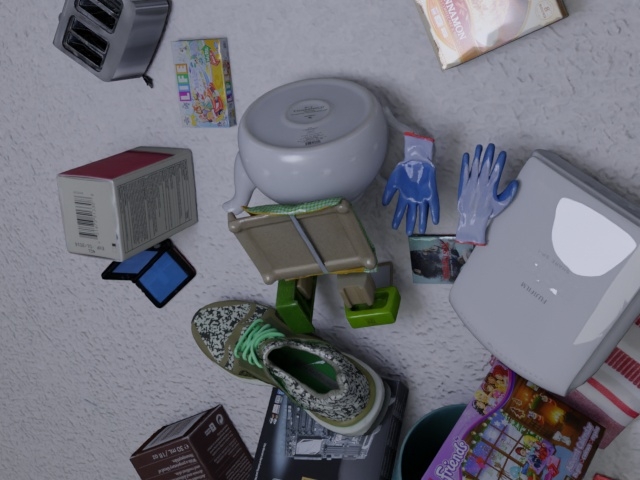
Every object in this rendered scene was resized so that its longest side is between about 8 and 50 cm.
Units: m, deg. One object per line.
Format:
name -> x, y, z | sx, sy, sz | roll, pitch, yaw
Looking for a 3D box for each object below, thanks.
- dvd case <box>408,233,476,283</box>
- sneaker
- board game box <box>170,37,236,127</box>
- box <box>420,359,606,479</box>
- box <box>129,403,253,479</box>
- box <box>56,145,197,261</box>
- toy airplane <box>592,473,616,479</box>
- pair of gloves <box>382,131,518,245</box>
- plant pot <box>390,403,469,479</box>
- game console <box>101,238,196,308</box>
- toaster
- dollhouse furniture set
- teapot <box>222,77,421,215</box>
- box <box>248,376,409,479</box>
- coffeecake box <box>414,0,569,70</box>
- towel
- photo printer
dvd case -> 0.209, 0.032, 1.293 | 0.119, 0.013, 0.087 | 0, 108, 24
sneaker -> -0.074, 0.191, 1.352 | 0.410, 0.182, 0.158 | 21, 73, 27
board game box -> -0.208, -0.280, 1.374 | 0.103, 0.026, 0.154 | 3, 110, 25
box -> 0.285, 0.349, 1.174 | 0.200, 0.293, 0.057 | 31, 144, 16
box -> -0.215, 0.560, 1.621 | 0.191, 0.143, 0.382 | -27, 97, 30
box -> -0.343, -0.074, 1.394 | 0.126, 0.232, 0.149 | 7, 111, 24
toy airplane -> 0.487, 0.458, 1.305 | 0.151, 0.028, 0.151 | 8, 111, 22
pair of gloves -> 0.190, -0.074, 1.148 | 0.198, 0.023, 0.160 | 13, 108, 20
plant pot -> 0.241, 0.463, 1.289 | 0.292, 0.293, 0.235 | 29, 134, 14
game console -> -0.344, 0.067, 1.536 | 0.144, 0.124, 0.085 | -41, 61, 31
toaster -> -0.369, -0.383, 1.366 | 0.185, 0.110, 0.168 | 36, 121, 10
dollhouse furniture set -> 0.000, 0.000, 1.236 | 0.197, 0.151, 0.302 | -9, 138, 18
teapot -> 0.000, -0.129, 1.230 | 0.256, 0.252, 0.187 | 23, 141, 34
box -> 0.007, 0.387, 1.378 | 0.242, 0.076, 0.308 | 5, 67, 25
coffeecake box -> 0.240, -0.348, 1.108 | 0.185, 0.068, 0.143 | -20, 98, 30
towel -> 0.450, 0.156, 1.209 | 0.237, 0.037, 0.329 | 37, 120, 8
photo printer -> 0.345, 0.058, 1.145 | 0.256, 0.107, 0.308 | 42, 119, 28
